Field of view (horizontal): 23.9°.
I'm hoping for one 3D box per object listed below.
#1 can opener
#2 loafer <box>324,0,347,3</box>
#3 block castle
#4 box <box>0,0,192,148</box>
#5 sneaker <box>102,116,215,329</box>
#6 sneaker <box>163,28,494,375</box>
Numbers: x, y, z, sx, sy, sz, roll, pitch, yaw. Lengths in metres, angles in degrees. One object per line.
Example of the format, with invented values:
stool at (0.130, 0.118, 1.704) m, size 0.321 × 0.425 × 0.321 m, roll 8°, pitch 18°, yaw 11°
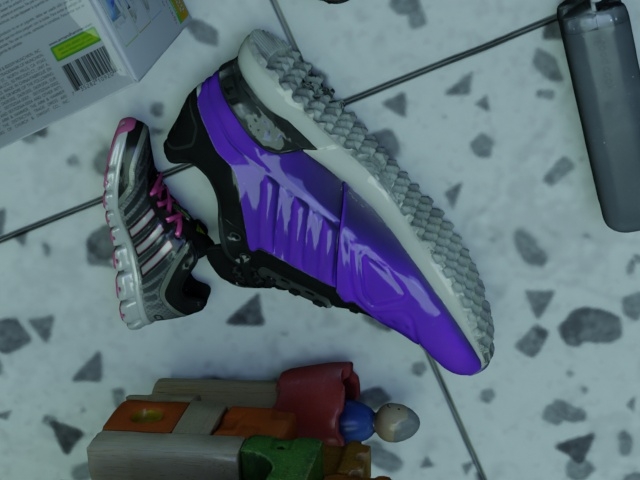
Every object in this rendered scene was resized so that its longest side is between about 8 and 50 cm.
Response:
can opener at (0.214, -0.149, 1.040) m, size 0.095 × 0.076 × 0.283 m, roll -13°, pitch 109°, yaw 9°
loafer at (-0.057, -0.269, 1.011) m, size 0.096 × 0.084 × 0.267 m, roll -40°, pitch 103°, yaw 16°
block castle at (-0.051, 0.287, 1.023) m, size 0.213 × 0.453 × 0.303 m, roll 0°, pitch 109°, yaw 12°
box at (-0.171, -0.149, 1.000) m, size 0.114 × 0.203 × 0.103 m, roll -23°, pitch 106°, yaw 14°
sneaker at (-0.117, -0.012, 1.122) m, size 0.075 × 0.063 × 0.170 m, roll -2°, pitch 115°, yaw 5°
sneaker at (0.000, 0.000, 1.102) m, size 0.146 × 0.102 × 0.293 m, roll -38°, pitch 97°, yaw 17°
